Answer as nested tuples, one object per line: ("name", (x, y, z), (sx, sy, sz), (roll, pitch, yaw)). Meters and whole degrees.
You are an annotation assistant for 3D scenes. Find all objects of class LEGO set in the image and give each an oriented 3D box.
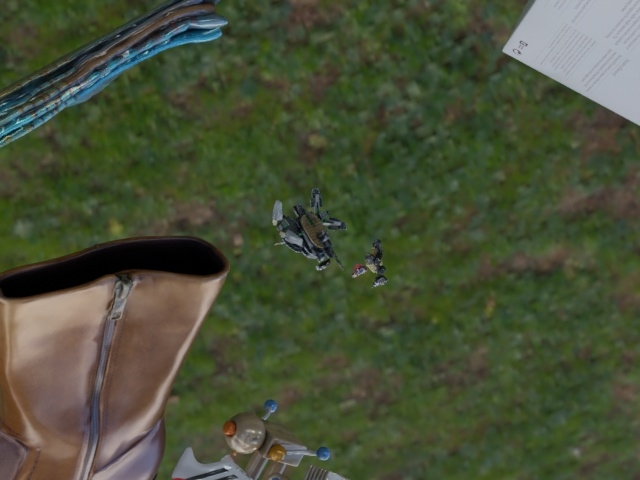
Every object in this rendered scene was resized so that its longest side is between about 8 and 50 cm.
("LEGO set", (0.001, 0.002, 0.795), (0.083, 0.054, 0.023), (42, 124, -21))

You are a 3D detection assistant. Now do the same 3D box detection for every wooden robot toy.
("wooden robot toy", (-0.055, 0.186, 1.263), (0.079, 0.173, 0.076), (30, 92, -39))

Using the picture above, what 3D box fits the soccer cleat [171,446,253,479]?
("soccer cleat", (-0.056, 0.160, 0.954), (0.083, 0.035, 0.029), (16, 162, -6))

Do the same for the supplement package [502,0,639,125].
("supplement package", (0.263, -0.172, 0.986), (0.203, 0.149, 0.194), (28, 166, 0))

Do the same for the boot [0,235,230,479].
("boot", (-0.199, 0.123, 0.900), (0.264, 0.096, 0.280), (-9, 145, -25))

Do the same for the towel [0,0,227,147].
("towel", (-0.260, -0.057, 0.984), (0.370, 0.040, 0.271), (-35, -168, -29))
